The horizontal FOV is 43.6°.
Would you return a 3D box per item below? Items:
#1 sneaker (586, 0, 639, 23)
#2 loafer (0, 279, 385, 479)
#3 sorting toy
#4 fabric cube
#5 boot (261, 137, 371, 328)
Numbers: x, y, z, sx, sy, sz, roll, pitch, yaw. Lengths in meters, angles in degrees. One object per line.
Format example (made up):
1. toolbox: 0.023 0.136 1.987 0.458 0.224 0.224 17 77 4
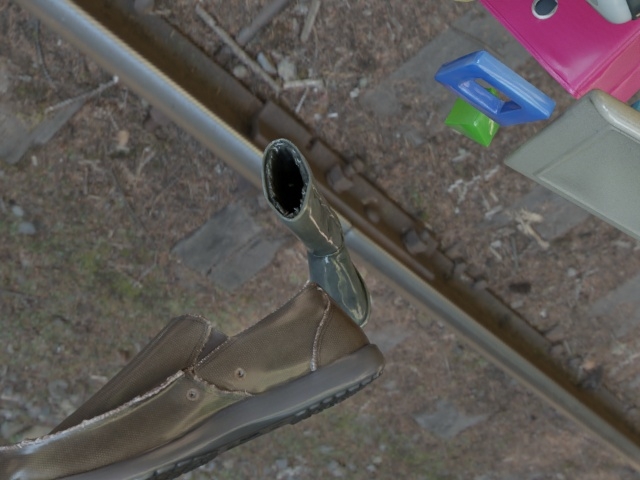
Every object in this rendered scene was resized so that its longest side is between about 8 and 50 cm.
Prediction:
1. sneaker: 0.149 -0.350 0.903 0.257 0.447 0.169 -42 162 15
2. loafer: -0.124 0.139 0.733 0.366 0.130 0.134 -19 163 -22
3. sorting toy: 0.236 -0.041 0.549 0.347 0.196 0.047 30 85 0
4. fabric cube: 0.422 -0.370 1.213 0.258 0.254 0.259 -44 160 20
5. boot: -0.002 0.002 0.933 0.076 0.190 0.208 -22 160 -2
